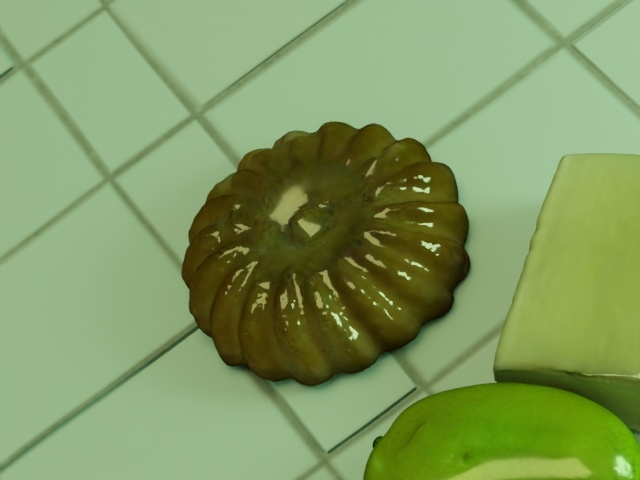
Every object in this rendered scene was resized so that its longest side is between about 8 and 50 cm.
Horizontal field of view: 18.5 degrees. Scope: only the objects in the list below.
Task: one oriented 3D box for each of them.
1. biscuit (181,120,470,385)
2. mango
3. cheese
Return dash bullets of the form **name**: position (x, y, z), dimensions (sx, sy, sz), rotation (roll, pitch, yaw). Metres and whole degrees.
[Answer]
- **biscuit**: position (0.000, 0.000, 2.127), dimensions (0.326, 0.107, 0.325), rotation (-9, 54, 12)
- **mango**: position (0.173, 0.221, 1.871), dimensions (0.273, 0.149, 0.185), rotation (-16, 41, 13)
- **cheese**: position (0.323, 0.050, 1.945), dimensions (0.242, 0.124, 0.265), rotation (9, 62, 23)
